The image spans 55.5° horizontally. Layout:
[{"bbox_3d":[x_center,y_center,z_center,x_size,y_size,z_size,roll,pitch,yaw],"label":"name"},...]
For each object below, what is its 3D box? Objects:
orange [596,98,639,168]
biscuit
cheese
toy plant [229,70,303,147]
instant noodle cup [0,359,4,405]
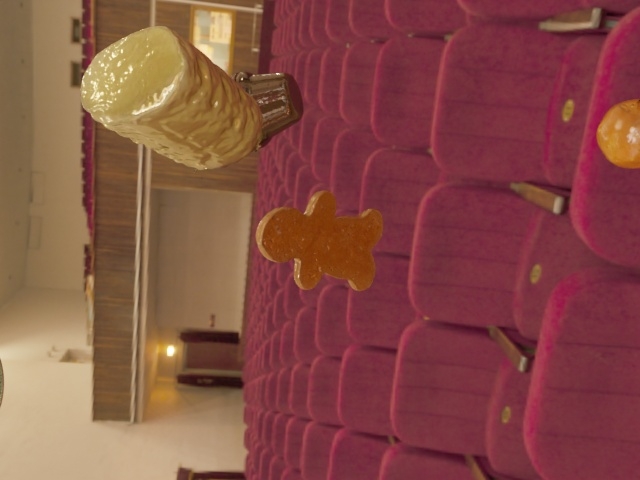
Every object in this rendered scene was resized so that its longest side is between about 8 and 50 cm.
[{"bbox_3d":[0.372,-0.126,0.723,0.083,0.084,0.083,-175,90,-84],"label":"orange"},{"bbox_3d":[0.000,0.000,1.002,0.036,0.250,0.165,15,96,52],"label":"biscuit"},{"bbox_3d":[-0.144,-0.140,0.627,0.167,0.123,0.093,24,-122,-64],"label":"cheese"},{"bbox_3d":[-0.126,-0.190,0.934,0.105,0.201,0.142,13,-114,-66],"label":"toy plant"},{"bbox_3d":[-0.517,0.174,0.685,0.232,0.207,0.206,88,-175,-81],"label":"instant noodle cup"}]
